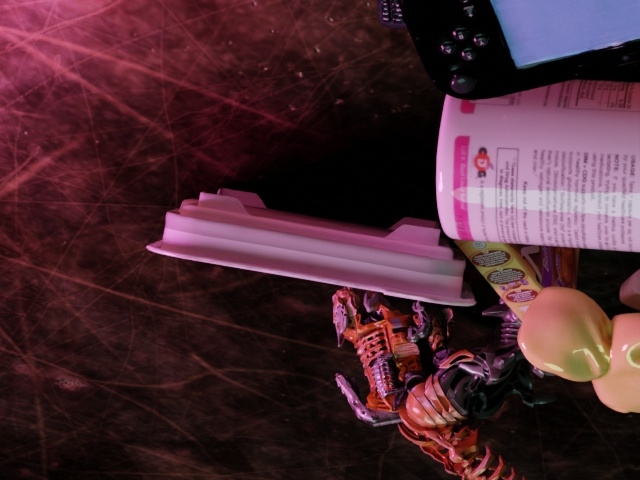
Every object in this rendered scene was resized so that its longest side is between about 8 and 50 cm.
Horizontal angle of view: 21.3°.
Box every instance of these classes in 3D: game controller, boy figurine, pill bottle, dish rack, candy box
[{"bbox_3d":[0.226,-0.198,1.346,0.319,0.067,0.166,-13,149,15],"label":"game controller"},{"bbox_3d":[0.330,0.118,1.655,0.285,0.092,0.177,12,147,2],"label":"boy figurine"},{"bbox_3d":[0.261,-0.071,1.613,0.283,0.160,0.160,4,145,14],"label":"pill bottle"},{"bbox_3d":[0.000,0.000,1.779,0.332,0.072,0.285,9,-176,3],"label":"dish rack"},{"bbox_3d":[0.208,0.005,1.787,0.053,0.109,0.186,-15,138,31],"label":"candy box"}]

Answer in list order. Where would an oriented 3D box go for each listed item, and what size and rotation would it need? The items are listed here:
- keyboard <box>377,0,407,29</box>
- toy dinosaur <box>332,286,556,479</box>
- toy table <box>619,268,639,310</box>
[{"bbox_3d":[0.145,-0.212,1.562,0.192,0.038,0.100,4,144,8],"label":"keyboard"},{"bbox_3d":[0.146,0.169,1.923,0.322,0.218,0.164,60,162,2],"label":"toy dinosaur"},{"bbox_3d":[0.424,0.032,1.725,0.252,0.161,0.274,14,146,-4],"label":"toy table"}]
